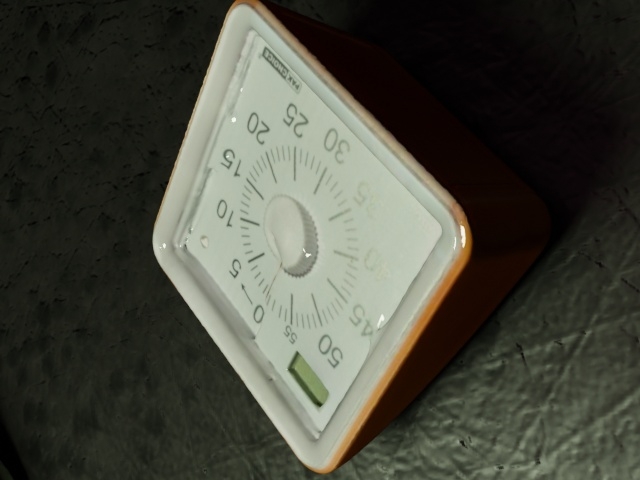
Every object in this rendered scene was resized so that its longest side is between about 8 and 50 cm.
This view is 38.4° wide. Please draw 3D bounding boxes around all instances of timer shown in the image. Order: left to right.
[{"bbox_3d":[0.000,0.000,0.677,0.257,0.161,0.250,49,117,28],"label":"timer"}]

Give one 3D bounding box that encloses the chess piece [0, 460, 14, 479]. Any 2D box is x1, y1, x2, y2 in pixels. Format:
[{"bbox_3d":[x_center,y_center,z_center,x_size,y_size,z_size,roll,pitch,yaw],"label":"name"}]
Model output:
[{"bbox_3d":[-0.439,0.331,0.892,0.299,0.195,0.194,-47,61,28],"label":"chess piece"}]
